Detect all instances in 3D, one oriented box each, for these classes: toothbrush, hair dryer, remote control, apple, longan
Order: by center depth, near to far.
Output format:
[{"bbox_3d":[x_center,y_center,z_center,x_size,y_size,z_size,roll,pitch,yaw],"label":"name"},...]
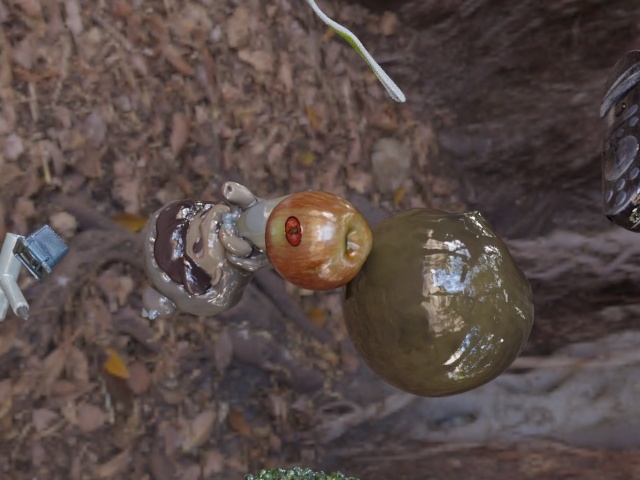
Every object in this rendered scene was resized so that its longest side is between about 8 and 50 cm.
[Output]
[{"bbox_3d":[0.364,-0.115,1.221,0.066,0.090,0.266,30,46,-18],"label":"remote control"},{"bbox_3d":[0.000,0.000,1.525,0.146,0.131,0.146,9,78,-53],"label":"apple"},{"bbox_3d":[0.178,0.090,1.647,0.319,0.319,0.319,-7,90,-67],"label":"longan"},{"bbox_3d":[0.053,-0.331,1.812,0.026,0.022,0.263,-42,96,-20],"label":"toothbrush"},{"bbox_3d":[-0.518,0.079,1.834,0.044,0.183,0.155,14,94,-36],"label":"hair dryer"}]

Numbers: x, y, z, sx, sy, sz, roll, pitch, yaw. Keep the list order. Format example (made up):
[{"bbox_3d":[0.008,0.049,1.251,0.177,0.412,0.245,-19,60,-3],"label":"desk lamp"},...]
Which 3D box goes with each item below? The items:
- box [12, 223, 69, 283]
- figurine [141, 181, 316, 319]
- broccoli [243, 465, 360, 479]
[{"bbox_3d":[-0.438,0.019,1.687,0.054,0.099,0.074,-41,93,-26],"label":"box"},{"bbox_3d":[-0.163,0.006,1.906,0.203,0.381,0.248,36,46,-39],"label":"figurine"},{"bbox_3d":[-0.031,0.408,1.345,0.245,0.248,0.288,64,10,-9],"label":"broccoli"}]
